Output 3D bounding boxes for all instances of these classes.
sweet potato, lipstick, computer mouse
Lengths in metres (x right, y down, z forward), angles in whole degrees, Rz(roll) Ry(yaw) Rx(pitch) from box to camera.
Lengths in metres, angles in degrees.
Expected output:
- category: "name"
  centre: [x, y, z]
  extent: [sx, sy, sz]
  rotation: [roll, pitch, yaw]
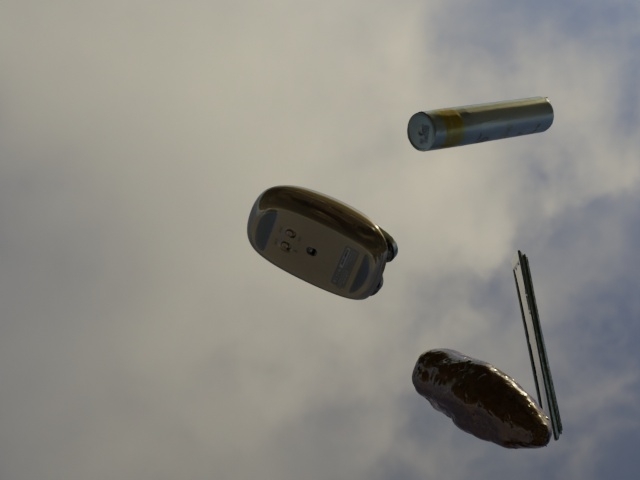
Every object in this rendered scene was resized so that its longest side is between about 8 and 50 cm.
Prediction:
- category: "sweet potato"
  centre: [0.204, 0.202, 1.270]
  extent: [0.097, 0.097, 0.251]
  rotation: [-22, -156, -22]
- category: "lipstick"
  centre: [0.239, -0.172, 1.484]
  extent: [0.264, 0.059, 0.059]
  rotation: [-12, -137, -38]
- category: "computer mouse"
  centre: [0.000, 0.000, 1.580]
  extent: [0.236, 0.145, 0.082]
  rotation: [24, -146, 6]

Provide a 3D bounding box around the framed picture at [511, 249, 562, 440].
- category: "framed picture"
  centre: [0.350, 0.167, 1.647]
  extent: [0.019, 0.232, 0.296]
  rotation: [-10, -96, 7]
